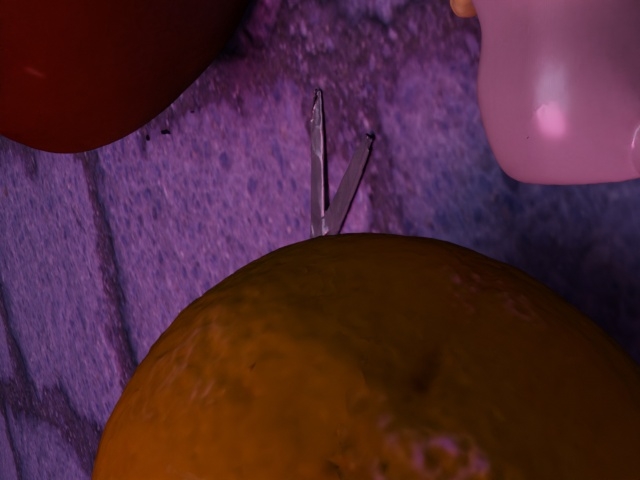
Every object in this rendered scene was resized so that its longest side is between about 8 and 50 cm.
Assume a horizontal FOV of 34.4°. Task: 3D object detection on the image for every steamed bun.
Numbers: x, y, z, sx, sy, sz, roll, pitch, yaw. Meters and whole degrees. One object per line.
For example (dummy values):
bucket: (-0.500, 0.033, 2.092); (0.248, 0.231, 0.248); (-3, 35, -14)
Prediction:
steamed bun: (-0.178, -0.272, 0.825); (0.235, 0.248, 0.379); (49, 141, 32)

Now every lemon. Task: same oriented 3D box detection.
lemon: (0.042, 0.161, 0.575); (0.348, 0.348, 0.348); (32, 129, 50)

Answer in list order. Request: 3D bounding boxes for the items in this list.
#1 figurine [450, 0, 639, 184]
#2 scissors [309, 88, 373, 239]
figurine: (0.125, -0.152, 0.496); (0.155, 0.127, 0.235); (-94, -5, -78)
scissors: (0.000, 0.000, 0.879); (0.144, 0.017, 0.247); (44, 137, 41)
